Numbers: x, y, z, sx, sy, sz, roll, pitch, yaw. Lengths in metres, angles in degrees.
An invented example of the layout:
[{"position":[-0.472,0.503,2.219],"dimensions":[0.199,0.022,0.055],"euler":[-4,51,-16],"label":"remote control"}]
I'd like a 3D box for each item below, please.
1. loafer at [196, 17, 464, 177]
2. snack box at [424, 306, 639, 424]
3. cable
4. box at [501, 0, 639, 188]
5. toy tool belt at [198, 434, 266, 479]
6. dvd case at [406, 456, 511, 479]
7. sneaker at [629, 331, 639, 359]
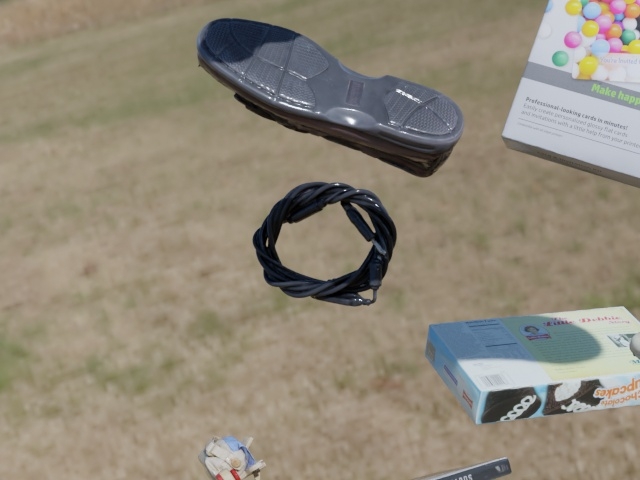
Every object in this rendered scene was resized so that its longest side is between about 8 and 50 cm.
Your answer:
[{"position":[0.002,-0.144,1.572],"dimensions":[0.303,0.095,0.109],"euler":[21,52,1],"label":"loafer"},{"position":[0.331,0.172,2.046],"dimensions":[0.322,0.060,0.187],"euler":[-4,27,-18],"label":"snack box"},{"position":[0.000,0.000,1.796],"dimensions":[0.184,0.150,0.047],"euler":[12,9,21],"label":"cable"},{"position":[0.225,-0.133,1.001],"dimensions":[0.145,0.186,0.038],"euler":[19,-5,16],"label":"box"},{"position":[-0.072,0.189,1.243],"dimensions":[0.051,0.052,0.083],"euler":[-32,11,-13],"label":"toy tool belt"},{"position":[0.123,0.353,2.025],"dimensions":[0.239,0.029,0.179],"euler":[-11,-9,-33],"label":"dvd case"},{"position":[0.346,0.064,1.278],"dimensions":[0.161,0.075,0.057],"euler":[-11,12,38],"label":"sneaker"}]
